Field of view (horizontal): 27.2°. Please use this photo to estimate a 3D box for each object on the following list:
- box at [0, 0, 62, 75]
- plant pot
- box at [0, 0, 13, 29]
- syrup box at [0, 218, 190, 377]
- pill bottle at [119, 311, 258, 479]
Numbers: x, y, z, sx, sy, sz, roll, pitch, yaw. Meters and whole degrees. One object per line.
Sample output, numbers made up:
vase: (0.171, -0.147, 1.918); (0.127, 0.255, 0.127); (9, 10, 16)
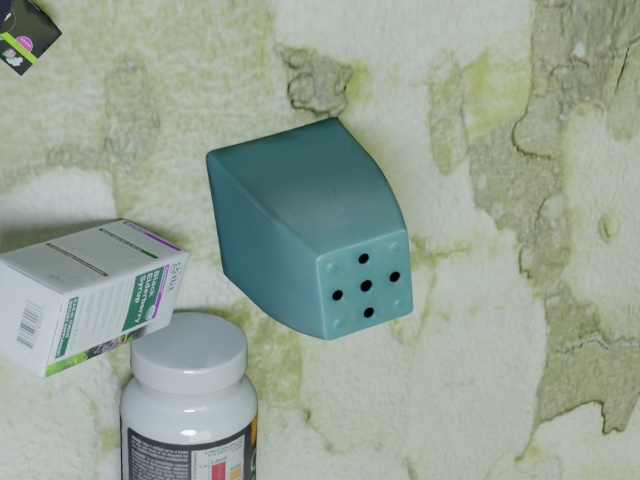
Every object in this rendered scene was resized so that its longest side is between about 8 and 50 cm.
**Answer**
box: (-0.307, -0.215, 1.296); (0.062, 0.052, 0.083); (-46, 124, 2)
plant pot: (0.000, 0.000, 1.448); (0.165, 0.234, 0.165); (-17, 122, -18)
box: (-0.440, -0.229, 1.063); (0.343, 0.179, 0.312); (37, 62, -35)
syrup box: (-0.241, 0.054, 1.370); (0.237, 0.096, 0.093); (-20, 132, -62)
pill bottle: (-0.153, 0.235, 1.539); (0.162, 0.162, 0.278); (-8, 119, -23)
